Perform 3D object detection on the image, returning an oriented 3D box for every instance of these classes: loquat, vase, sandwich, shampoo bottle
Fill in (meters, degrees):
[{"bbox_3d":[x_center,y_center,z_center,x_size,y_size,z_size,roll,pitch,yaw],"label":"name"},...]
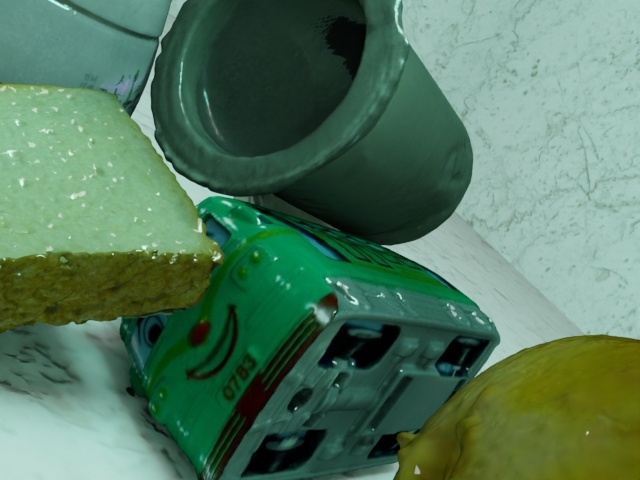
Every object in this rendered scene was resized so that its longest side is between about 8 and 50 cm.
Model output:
[{"bbox_3d":[0.193,0.214,0.490,0.328,0.328,0.328,35,14,-10],"label":"loquat"},{"bbox_3d":[0.016,-0.110,0.770,0.245,0.245,0.291,46,6,31],"label":"vase"},{"bbox_3d":[-0.222,-0.021,0.520,0.251,0.087,0.226,-6,45,-38],"label":"sandwich"},{"bbox_3d":[-0.283,-0.194,0.713,0.273,0.266,0.273,34,15,-11],"label":"shampoo bottle"}]

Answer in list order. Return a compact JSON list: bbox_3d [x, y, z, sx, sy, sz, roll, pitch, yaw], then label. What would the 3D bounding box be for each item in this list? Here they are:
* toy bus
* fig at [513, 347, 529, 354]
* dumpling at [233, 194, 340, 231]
[{"bbox_3d":[-0.005,0.081,0.689,0.199,0.183,0.343,42,13,31],"label":"toy bus"},{"bbox_3d":[0.331,0.228,1.127,0.165,0.154,0.144,-5,-1,36],"label":"fig"},{"bbox_3d":[-0.001,0.000,1.039,0.260,0.181,0.341,56,-15,-5],"label":"dumpling"}]
